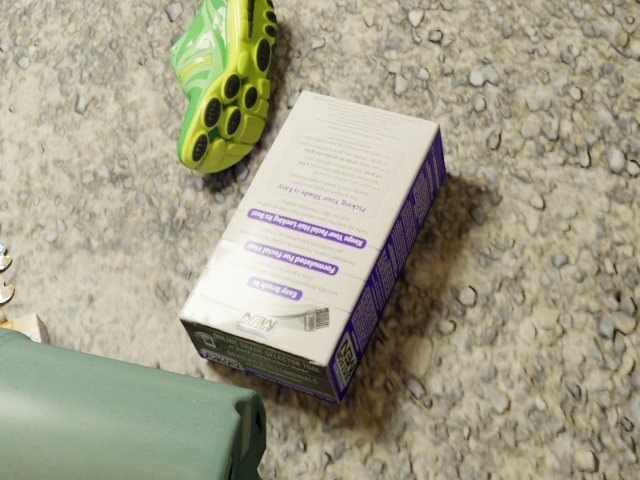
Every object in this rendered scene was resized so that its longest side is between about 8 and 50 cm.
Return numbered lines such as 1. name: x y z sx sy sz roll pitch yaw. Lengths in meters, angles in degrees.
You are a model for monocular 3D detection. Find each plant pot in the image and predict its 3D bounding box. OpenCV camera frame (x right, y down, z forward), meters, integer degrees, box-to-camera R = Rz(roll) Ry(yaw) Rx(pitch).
1. plant pot: -0.238 0.252 1.148 0.334 0.341 0.341 7 59 7

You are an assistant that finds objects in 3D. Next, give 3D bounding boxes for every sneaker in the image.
1. sneaker: -0.136 -0.210 1.558 0.124 0.109 0.295 -12 55 37

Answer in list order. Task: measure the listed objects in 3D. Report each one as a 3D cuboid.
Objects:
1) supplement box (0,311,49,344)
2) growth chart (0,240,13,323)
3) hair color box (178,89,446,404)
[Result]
1. supplement box: -0.353 0.141 1.400 0.062 0.036 0.098 -20 55 -2
2. growth chart: -0.483 0.027 1.516 0.172 0.021 0.237 -18 56 0
3. hair color box: 0.000 0.000 1.371 0.185 0.110 0.338 17 61 21
